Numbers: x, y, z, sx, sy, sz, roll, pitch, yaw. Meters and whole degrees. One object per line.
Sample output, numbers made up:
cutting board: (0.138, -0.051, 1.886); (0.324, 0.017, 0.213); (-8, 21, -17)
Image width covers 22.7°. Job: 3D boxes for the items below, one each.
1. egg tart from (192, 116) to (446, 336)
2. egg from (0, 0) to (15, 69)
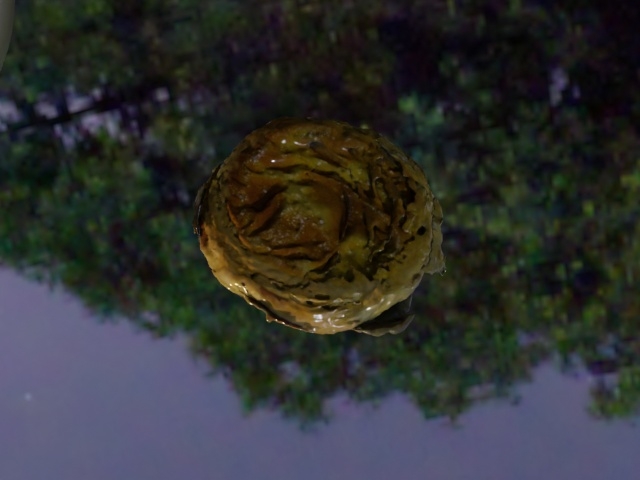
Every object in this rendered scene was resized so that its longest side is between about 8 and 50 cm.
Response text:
egg tart: (0.000, 0.000, 1.750); (0.297, 0.132, 0.297); (4, -129, -5)
egg: (-0.359, -0.185, 1.293); (0.219, 0.219, 0.269); (-5, -124, 14)
